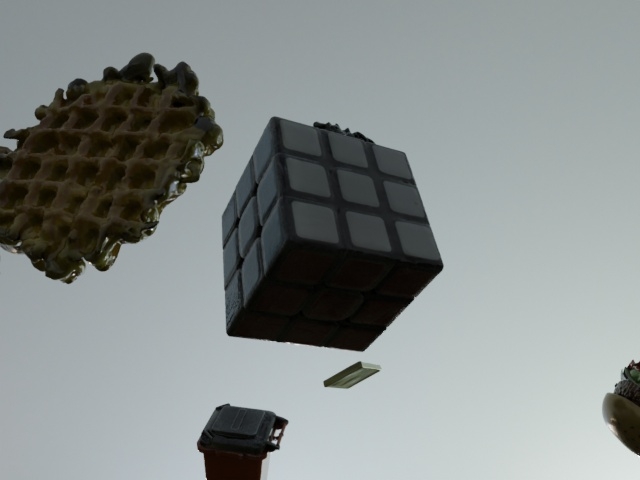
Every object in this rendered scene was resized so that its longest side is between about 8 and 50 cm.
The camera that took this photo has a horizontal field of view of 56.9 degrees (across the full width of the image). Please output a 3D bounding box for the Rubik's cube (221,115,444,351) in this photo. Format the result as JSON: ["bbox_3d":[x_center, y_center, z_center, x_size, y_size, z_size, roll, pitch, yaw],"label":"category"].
[{"bbox_3d":[0.000,0.000,1.111,0.303,0.301,0.305,12,-44,-26],"label":"Rubik's cube"}]

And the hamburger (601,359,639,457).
[{"bbox_3d":[0.528,0.276,0.925,0.137,0.175,0.175,-42,-35,-8],"label":"hamburger"}]

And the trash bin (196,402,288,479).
[{"bbox_3d":[-0.173,0.514,1.350,0.184,0.161,0.239,4,-74,7],"label":"trash bin"}]

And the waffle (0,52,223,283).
[{"bbox_3d":[-0.260,-0.099,0.720,0.328,0.330,0.062,-6,-33,12],"label":"waffle"}]

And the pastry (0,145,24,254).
[{"bbox_3d":[-0.721,-0.097,1.405,0.161,0.255,0.310,-28,14,-30],"label":"pastry"}]

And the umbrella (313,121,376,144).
[{"bbox_3d":[0.090,-0.291,1.800,0.143,0.349,0.094,-10,-61,-20],"label":"umbrella"}]

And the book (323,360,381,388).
[{"bbox_3d":[0.057,0.236,1.035,0.077,0.014,0.111,-32,-24,13],"label":"book"}]
